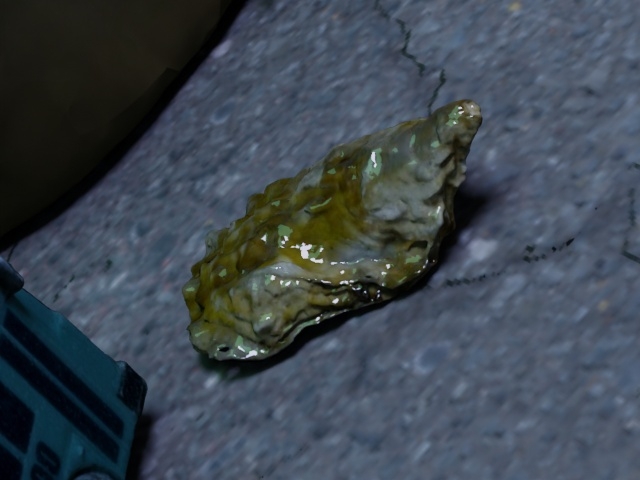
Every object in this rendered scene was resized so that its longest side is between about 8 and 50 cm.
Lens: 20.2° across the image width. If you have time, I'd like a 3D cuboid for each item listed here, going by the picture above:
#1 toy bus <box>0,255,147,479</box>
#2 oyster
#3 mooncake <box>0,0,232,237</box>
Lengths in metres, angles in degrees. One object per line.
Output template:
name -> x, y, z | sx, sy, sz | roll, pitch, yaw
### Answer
toy bus -> -0.154, 0.129, 0.627 | 0.128, 0.147, 0.256 | -19, 43, 24
oyster -> 0.000, 0.000, 0.721 | 0.146, 0.045, 0.121 | 11, 74, 47
mooncake -> -0.232, -0.160, 0.947 | 0.378, 0.201, 0.378 | -23, 39, 21
